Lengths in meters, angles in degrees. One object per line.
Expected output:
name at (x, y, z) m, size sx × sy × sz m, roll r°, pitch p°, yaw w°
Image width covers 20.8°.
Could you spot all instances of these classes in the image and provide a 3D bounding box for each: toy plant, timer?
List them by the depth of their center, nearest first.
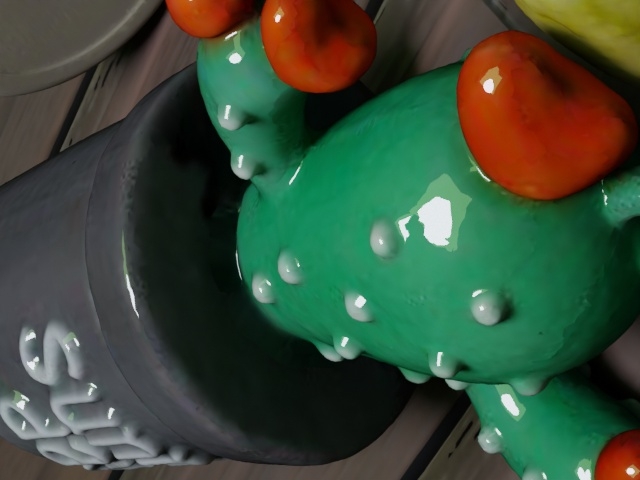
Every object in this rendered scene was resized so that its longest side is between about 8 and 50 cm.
toy plant at (0.006, 0.012, 0.745) m, size 0.400 × 0.185 × 0.279 m, roll -15°, pitch 100°, yaw 46°
timer at (-0.209, -0.225, 0.958) m, size 0.266 × 0.175 × 0.175 m, roll 49°, pitch 127°, yaw 30°

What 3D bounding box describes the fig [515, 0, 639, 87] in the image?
fig at (0.088, -0.132, 0.589) m, size 0.159 × 0.257 × 0.159 m, roll 179°, pitch 90°, yaw -64°
